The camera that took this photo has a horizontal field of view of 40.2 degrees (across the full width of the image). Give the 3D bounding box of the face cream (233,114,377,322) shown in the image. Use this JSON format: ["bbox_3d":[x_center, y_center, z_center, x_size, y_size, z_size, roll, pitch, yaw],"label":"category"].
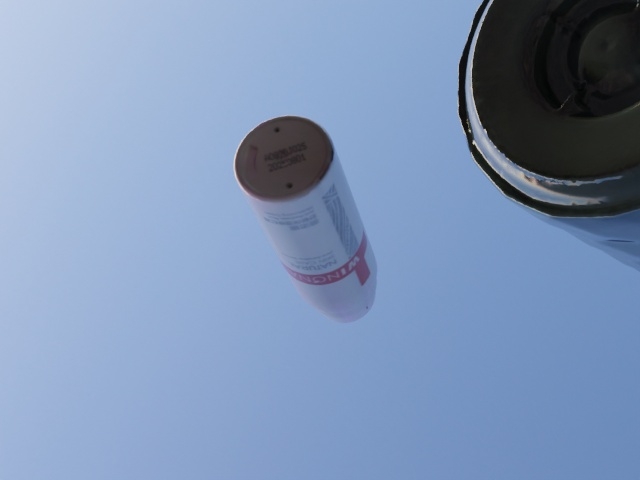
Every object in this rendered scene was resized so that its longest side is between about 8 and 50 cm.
[{"bbox_3d":[0.000,0.000,0.944,0.102,0.345,0.101,-6,-118,11],"label":"face cream"}]

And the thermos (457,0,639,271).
[{"bbox_3d":[0.212,-0.048,0.422,0.182,0.287,0.144,-24,-120,38],"label":"thermos"}]
